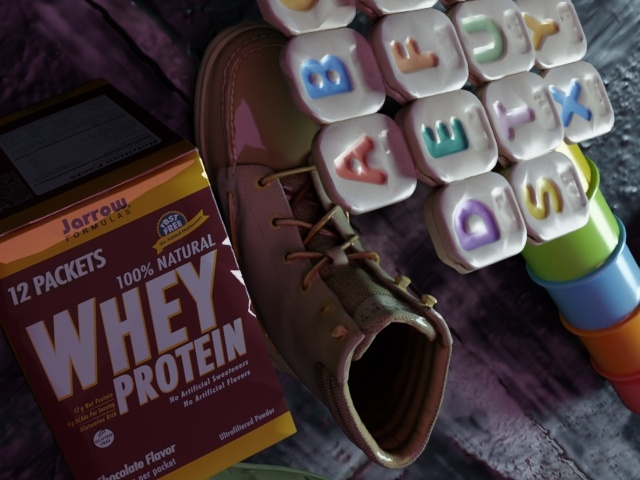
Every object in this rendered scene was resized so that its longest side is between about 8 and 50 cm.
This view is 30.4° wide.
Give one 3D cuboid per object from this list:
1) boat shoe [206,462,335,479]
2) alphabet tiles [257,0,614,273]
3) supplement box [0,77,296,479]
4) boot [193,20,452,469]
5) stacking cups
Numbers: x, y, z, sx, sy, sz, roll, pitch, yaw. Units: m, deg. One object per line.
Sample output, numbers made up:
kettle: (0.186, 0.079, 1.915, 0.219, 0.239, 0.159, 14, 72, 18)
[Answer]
boat shoe: (-0.041, 0.235, 0.894, 0.302, 0.113, 0.103, 23, 99, -20)
alphabet tiles: (0.088, -0.127, 0.776, 0.278, 0.021, 0.284, -17, 87, -38)
supplement box: (-0.133, 0.029, 0.718, 0.129, 0.194, 0.191, -25, 117, -16)
boot: (0.000, 0.000, 0.765, 0.095, 0.203, 0.262, -14, 116, -21)
stacking cups: (0.223, 0.025, 0.948, 0.096, 0.096, 0.316, -43, 121, -6)
